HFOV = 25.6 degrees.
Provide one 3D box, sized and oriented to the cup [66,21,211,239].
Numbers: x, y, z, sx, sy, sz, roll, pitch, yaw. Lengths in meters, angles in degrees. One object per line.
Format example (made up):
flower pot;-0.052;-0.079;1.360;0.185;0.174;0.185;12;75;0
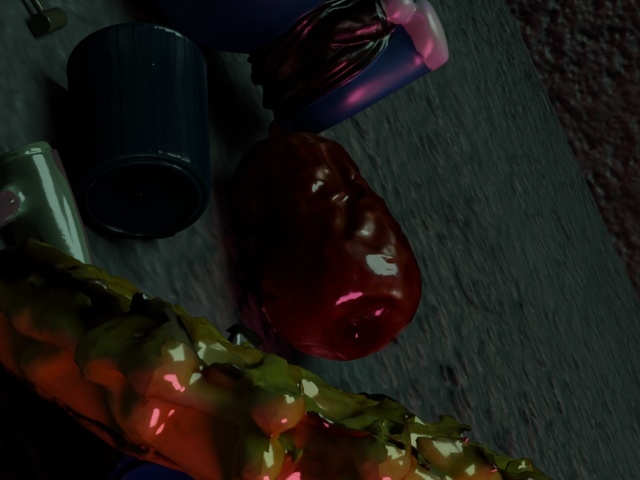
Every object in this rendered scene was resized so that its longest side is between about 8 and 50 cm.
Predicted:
cup;-0.134;-0.076;1.130;0.150;0.113;0.138;40;33;-44

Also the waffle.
waffle;-0.025;0.108;0.892;0.382;0.379;0.095;24;85;-46

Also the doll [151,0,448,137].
doll;-0.041;-0.261;1.388;0.310;0.240;0.284;59;-24;-8

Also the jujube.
jujube;0.000;0.000;1.315;0.155;0.155;0.230;30;33;-56

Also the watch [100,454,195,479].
watch;-0.086;0.223;0.851;0.200;0.171;0.196;43;16;-20

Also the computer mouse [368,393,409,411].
computer mouse;0.060;0.204;1.316;0.217;0.073;0.122;7;59;-64

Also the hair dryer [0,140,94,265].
hair dryer;-0.220;-0.005;0.951;0.154;0.054;0.106;-19;88;-59

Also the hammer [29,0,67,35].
hammer;-0.251;-0.219;1.162;0.110;0.019;0.035;56;21;-5
